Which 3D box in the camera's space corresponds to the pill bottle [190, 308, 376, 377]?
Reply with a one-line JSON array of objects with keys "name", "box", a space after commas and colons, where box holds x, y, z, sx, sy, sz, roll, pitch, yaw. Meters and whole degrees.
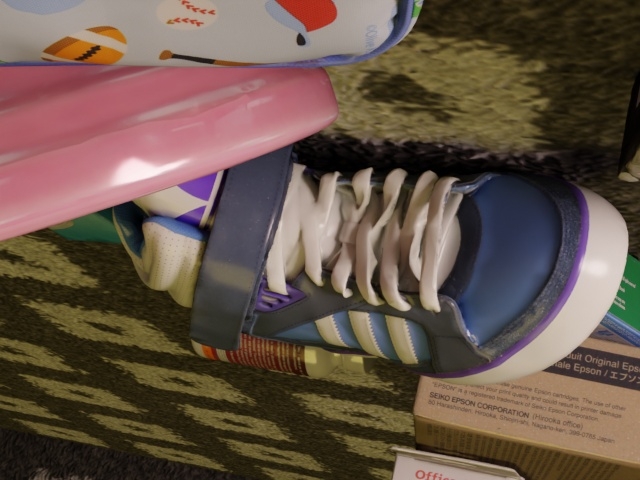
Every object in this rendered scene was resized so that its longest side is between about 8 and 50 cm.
[{"name": "pill bottle", "box": [-0.027, 0.070, 1.227, 0.152, 0.086, 0.086, 9, 163, 15]}]

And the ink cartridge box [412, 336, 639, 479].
[{"name": "ink cartridge box", "box": [0.170, 0.132, 1.089, 0.193, 0.088, 0.235, 10, 164, 7]}]

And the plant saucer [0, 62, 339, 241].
[{"name": "plant saucer", "box": [-0.159, -0.050, 0.707, 0.332, 0.084, 0.332, -16, -174, 2]}]

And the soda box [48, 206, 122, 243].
[{"name": "soda box", "box": [-0.193, -0.065, 0.947, 0.071, 0.067, 0.210, 3, 160, 30]}]

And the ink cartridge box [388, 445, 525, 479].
[{"name": "ink cartridge box", "box": [0.114, 0.215, 1.150, 0.104, 0.062, 0.181, 8, 164, 18]}]

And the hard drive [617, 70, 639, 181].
[{"name": "hard drive", "box": [0.315, -0.050, 0.606, 0.339, 0.064, 0.237, 12, 164, 3]}]

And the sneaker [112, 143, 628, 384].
[{"name": "sneaker", "box": [0.000, 0.000, 0.893, 0.236, 0.130, 0.323, 21, 165, -29]}]

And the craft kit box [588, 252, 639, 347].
[{"name": "craft kit box", "box": [0.163, 0.061, 1.109, 0.246, 0.061, 0.250, -5, 156, 41]}]

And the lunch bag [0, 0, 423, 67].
[{"name": "lunch bag", "box": [-0.066, -0.151, 0.457, 0.243, 0.115, 0.303, -2, 163, 1]}]
